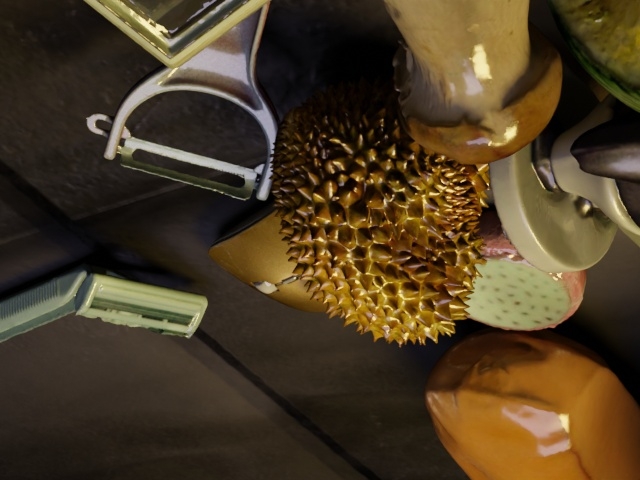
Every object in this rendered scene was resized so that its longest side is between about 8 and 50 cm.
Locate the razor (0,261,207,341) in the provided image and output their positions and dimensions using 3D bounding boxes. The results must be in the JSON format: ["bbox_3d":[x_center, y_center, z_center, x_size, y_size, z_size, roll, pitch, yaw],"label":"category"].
[{"bbox_3d":[-0.222,0.056,1.465,0.278,0.056,0.111,-12,162,43],"label":"razor"}]

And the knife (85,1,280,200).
[{"bbox_3d":[-0.062,-0.144,1.096,0.123,0.053,0.278,12,135,-6],"label":"knife"}]

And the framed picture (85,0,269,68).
[{"bbox_3d":[-0.056,-0.223,0.961,0.296,0.019,0.232,-33,126,30],"label":"framed picture"}]

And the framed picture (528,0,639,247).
[{"bbox_3d":[0.315,-0.105,1.051,0.446,0.028,0.326,-18,135,39],"label":"framed picture"}]

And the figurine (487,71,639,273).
[{"bbox_3d":[0.228,-0.047,1.021,0.236,0.133,0.176,-8,173,41],"label":"figurine"}]

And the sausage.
[{"bbox_3d":[0.174,0.149,1.389,0.136,0.120,0.241,4,148,41],"label":"sausage"}]

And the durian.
[{"bbox_3d":[0.037,-0.026,1.152,0.137,0.158,0.168,-26,129,24],"label":"durian"}]

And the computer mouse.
[{"bbox_3d":[0.000,0.001,1.305,0.102,0.045,0.199,34,141,-23],"label":"computer mouse"}]

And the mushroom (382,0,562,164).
[{"bbox_3d":[0.046,-0.181,0.900,0.128,0.128,0.350,0,137,21],"label":"mushroom"}]

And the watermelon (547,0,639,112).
[{"bbox_3d":[0.210,-0.146,0.878,0.204,0.232,0.127,-3,162,21],"label":"watermelon"}]

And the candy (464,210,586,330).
[{"bbox_3d":[0.132,0.021,1.287,0.103,0.043,0.103,12,147,8],"label":"candy"}]
